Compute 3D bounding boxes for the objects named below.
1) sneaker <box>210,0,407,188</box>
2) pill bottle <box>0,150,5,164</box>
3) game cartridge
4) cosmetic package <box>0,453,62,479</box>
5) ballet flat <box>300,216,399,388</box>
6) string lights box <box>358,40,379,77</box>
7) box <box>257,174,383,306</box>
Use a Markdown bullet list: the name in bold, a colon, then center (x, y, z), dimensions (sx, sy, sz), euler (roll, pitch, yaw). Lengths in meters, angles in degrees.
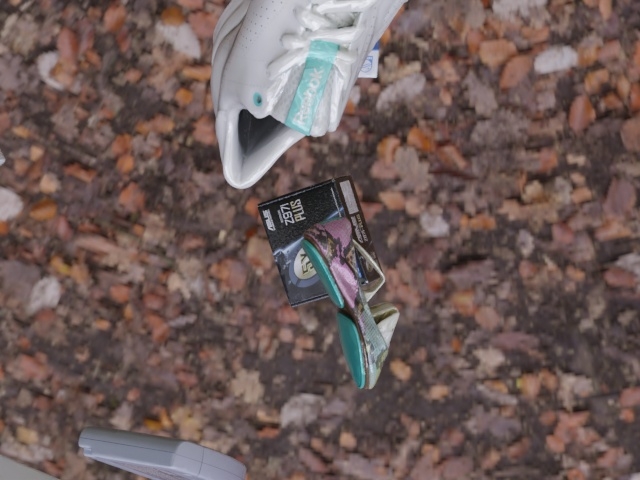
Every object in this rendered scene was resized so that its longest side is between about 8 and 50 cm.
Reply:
- **sneaker**: center (0.002, -0.092, 0.516), dimensions (0.080, 0.094, 0.212), euler (15, 151, -12)
- **pill bottle**: center (-0.514, -0.180, 1.684), dimensions (0.117, 0.117, 0.208), euler (-27, 94, 21)
- **game cartridge**: center (-0.238, 0.360, 2.025), dimensions (0.198, 0.062, 0.297), euler (1, 162, 18)
- **cosmetic package**: center (-0.289, 0.315, 1.195), dimensions (0.377, 0.097, 0.284), euler (23, 141, -1)
- **ballet flat**: center (0.046, 0.072, 1.478), dimensions (0.079, 0.077, 0.221), euler (-27, 111, -15)
- **string lights box**: center (0.030, -0.335, 1.478), dimensions (0.076, 0.133, 0.260), euler (0, 112, -8)
- **box**: center (0.000, 0.000, 2.032), dimensions (0.147, 0.077, 0.180), euler (-17, 92, 25)
